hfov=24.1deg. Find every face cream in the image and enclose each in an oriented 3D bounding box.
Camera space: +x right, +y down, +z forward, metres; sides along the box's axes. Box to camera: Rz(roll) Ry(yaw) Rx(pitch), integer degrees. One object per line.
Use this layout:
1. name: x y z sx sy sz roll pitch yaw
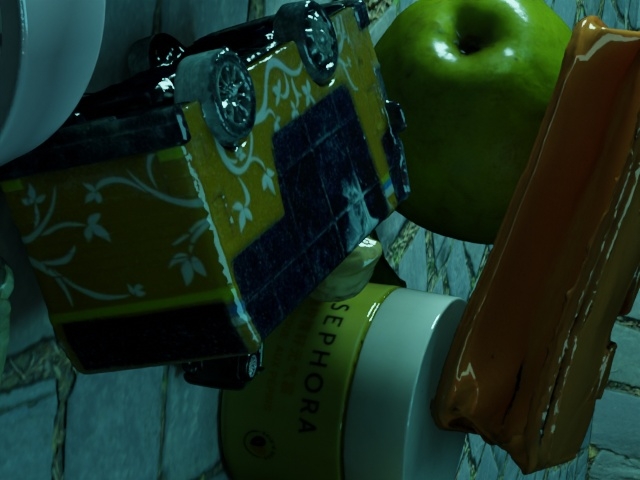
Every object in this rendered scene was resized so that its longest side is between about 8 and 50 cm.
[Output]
1. face cream: 0.030 0.146 1.412 0.218 0.179 0.218 9 90 -70

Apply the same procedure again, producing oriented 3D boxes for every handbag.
1. handbag: 0.252 0.013 1.420 0.303 0.116 0.410 12 100 -68

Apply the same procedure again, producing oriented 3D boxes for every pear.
1. pear: 0.161 -0.126 1.562 0.307 0.253 0.252 77 27 -67

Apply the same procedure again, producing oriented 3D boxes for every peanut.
1. peanut: 0.000 0.000 1.332 0.214 0.100 0.099 -138 -132 -66

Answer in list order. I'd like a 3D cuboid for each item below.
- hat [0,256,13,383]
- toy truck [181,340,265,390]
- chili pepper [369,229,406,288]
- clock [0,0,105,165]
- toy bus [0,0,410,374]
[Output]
1. hat: -0.232 0.094 0.876 0.122 0.081 0.166 -126 -130 -62
2. toy truck: -0.076 0.048 1.257 0.079 0.065 0.147 -19 114 -71
3. chili pepper: 0.030 -0.034 1.487 0.085 0.076 0.359 60 -5 32
4. clock: -0.198 -0.116 0.675 0.068 0.197 0.196 -43 137 -58
5. toy bus: -0.067 -0.050 1.049 0.323 0.162 0.194 -42 119 -59
